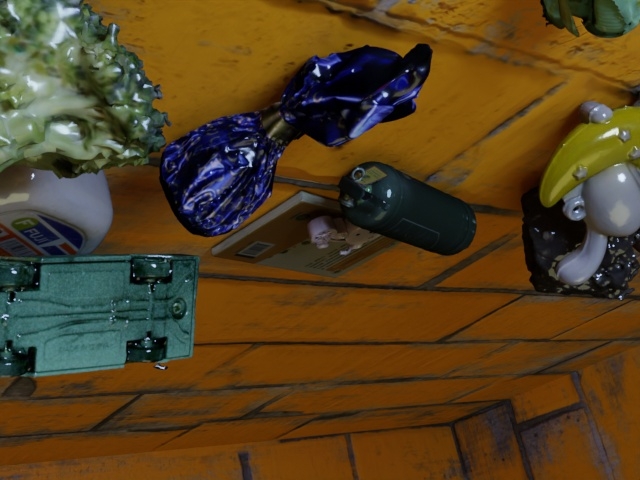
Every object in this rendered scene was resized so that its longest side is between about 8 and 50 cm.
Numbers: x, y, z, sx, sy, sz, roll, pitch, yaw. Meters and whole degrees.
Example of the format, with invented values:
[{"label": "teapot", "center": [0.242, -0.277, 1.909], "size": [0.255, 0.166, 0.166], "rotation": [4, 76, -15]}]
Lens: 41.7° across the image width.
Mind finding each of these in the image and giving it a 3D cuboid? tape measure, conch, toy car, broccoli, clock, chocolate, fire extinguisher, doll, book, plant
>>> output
[{"label": "tape measure", "center": [-0.372, -0.033, 0.936], "size": [0.265, 0.130, 0.258], "rotation": [-19, 160, -1]}, {"label": "conch", "center": [0.255, -0.259, 0.826], "size": [0.105, 0.079, 0.170], "rotation": [-31, 137, 24]}, {"label": "toy car", "center": [-0.277, 0.084, 0.960], "size": [0.097, 0.141, 0.320], "rotation": [8, -175, 42]}, {"label": "broccoli", "center": [-0.285, -0.046, 0.641], "size": [0.353, 0.397, 0.275], "rotation": [-18, -175, -7]}, {"label": "clock", "center": [0.033, -0.013, 1.262], "size": [0.129, 0.041, 0.087], "rotation": [-5, 153, -32]}, {"label": "chocolate", "center": [-0.025, -0.131, 0.924], "size": [0.343, 0.126, 0.148], "rotation": [-30, -169, 30]}, {"label": "fire extinguisher", "center": [0.116, -0.046, 1.199], "size": [0.311, 0.114, 0.095], "rotation": [18, 106, -49]}, {"label": "doll", "center": [0.412, -0.083, 1.170], "size": [0.237, 0.111, 0.252], "rotation": [-26, 121, -5]}, {"label": "book", "center": [0.000, 0.000, 1.354], "size": [0.208, 0.020, 0.295], "rotation": [-30, 152, 35]}, {"label": "plant", "center": [0.434, -0.009, 1.338], "size": [0.234, 0.204, 0.178], "rotation": [-6, 127, 4]}]
